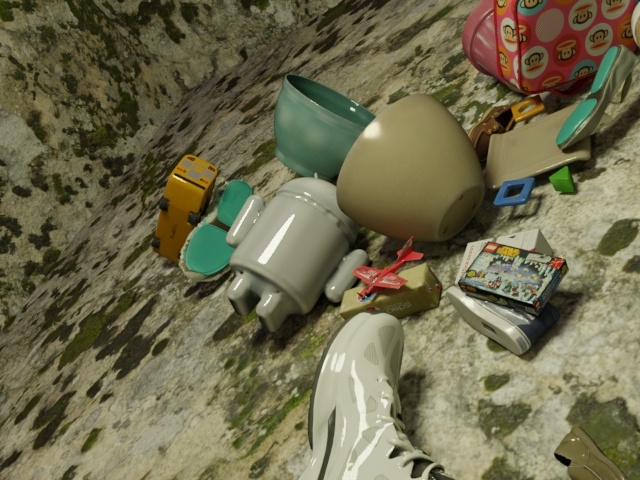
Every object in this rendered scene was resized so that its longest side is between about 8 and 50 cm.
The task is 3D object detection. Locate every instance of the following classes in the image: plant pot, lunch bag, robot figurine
[{"bbox_3d":[-0.003,-0.273,1.871,0.196,0.293,0.293,-60,20,21],"label":"plant pot"},{"bbox_3d":[0.495,-0.414,1.434,0.293,0.258,0.120,-19,34,-7],"label":"lunch bag"},{"bbox_3d":[0.197,-0.105,1.370,0.284,0.284,0.191,-43,62,-8],"label":"plant pot"},{"bbox_3d":[-0.052,0.013,1.509,0.353,0.299,0.200,-56,-14,-19],"label":"robot figurine"},{"bbox_3d":[0.439,-0.432,1.622,0.201,0.201,0.180,-32,42,16],"label":"plant pot"}]

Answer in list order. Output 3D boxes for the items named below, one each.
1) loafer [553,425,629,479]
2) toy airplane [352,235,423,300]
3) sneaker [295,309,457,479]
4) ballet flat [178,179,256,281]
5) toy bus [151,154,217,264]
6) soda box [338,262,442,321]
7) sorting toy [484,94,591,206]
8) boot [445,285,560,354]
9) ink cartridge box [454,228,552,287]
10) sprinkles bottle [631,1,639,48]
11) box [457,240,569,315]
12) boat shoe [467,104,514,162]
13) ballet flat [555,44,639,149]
[{"bbox_3d":[0.314,0.270,0.819,0.050,0.056,0.148,-39,16,4],"label":"loafer"},{"bbox_3d":[0.124,0.053,1.299,0.151,0.028,0.151,-29,28,17],"label":"toy airplane"},{"bbox_3d":[0.111,0.289,0.975,0.257,0.169,0.448,-8,48,34],"label":"sneaker"},{"bbox_3d":[-0.277,-0.004,1.970,0.147,0.147,0.409,-22,28,32],"label":"ballet flat"},{"bbox_3d":[-0.384,-0.076,2.028,0.333,0.108,0.130,117,178,-49],"label":"toy bus"},{"bbox_3d":[0.126,0.105,1.314,0.181,0.058,0.061,-23,31,32],"label":"soda box"},{"bbox_3d":[0.419,-0.172,1.385,0.196,0.047,0.348,-16,35,31],"label":"sorting toy"},{"bbox_3d":[0.279,0.103,1.121,0.086,0.069,0.190,-37,33,-10],"label":"boot"},{"bbox_3d":[0.299,0.044,1.185,0.135,0.056,0.099,-14,36,40],"label":"ink cartridge box"},{"bbox_3d":[0.623,-0.317,1.257,0.121,0.121,0.355,-23,31,31],"label":"sprinkles bottle"},{"bbox_3d":[0.288,0.053,1.088,0.137,0.027,0.094,16,55,46],"label":"box"},{"bbox_3d":[0.359,-0.227,1.525,0.060,0.064,0.178,-9,37,49],"label":"boat shoe"},{"bbox_3d":[0.500,-0.243,1.286,0.213,0.068,0.072,-60,11,1],"label":"ballet flat"}]
